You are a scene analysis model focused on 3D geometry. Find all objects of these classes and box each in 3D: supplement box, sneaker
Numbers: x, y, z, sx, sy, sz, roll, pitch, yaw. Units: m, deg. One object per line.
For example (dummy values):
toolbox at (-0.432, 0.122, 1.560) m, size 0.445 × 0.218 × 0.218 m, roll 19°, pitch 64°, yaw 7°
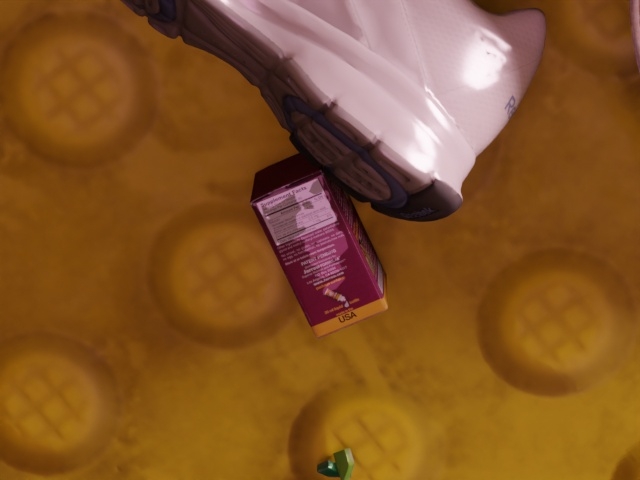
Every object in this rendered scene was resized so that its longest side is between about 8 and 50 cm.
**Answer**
supplement box at (0.000, 0.000, 0.993) m, size 0.043 × 0.055 × 0.083 m, roll -23°, pitch 106°, yaw 9°
sneaker at (-0.020, -0.143, 0.930) m, size 0.297 × 0.111 × 0.129 m, roll 42°, pitch 75°, yaw -3°

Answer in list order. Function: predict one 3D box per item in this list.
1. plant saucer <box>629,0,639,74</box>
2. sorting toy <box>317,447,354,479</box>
plant saucer at (0.288, -0.145, 0.908) m, size 0.310 × 0.050 × 0.310 m, roll -6°, pitch 117°, yaw -11°
sorting toy at (-0.002, 0.154, 1.068) m, size 0.062 × 0.012 × 0.083 m, roll 1°, pitch 109°, yaw 2°
